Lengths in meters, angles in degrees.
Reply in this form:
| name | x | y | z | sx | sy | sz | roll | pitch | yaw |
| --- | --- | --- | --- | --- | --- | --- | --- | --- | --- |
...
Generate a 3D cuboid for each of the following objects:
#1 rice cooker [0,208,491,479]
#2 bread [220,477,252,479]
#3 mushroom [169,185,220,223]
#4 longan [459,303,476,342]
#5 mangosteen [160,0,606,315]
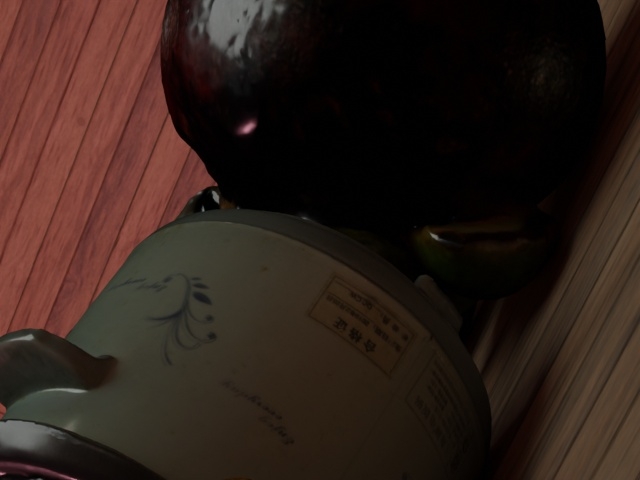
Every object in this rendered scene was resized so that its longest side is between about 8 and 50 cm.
| name | x | y | z | sx | sy | sz | roll | pitch | yaw |
| --- | --- | --- | --- | --- | --- | --- | --- | --- | --- |
| rice cooker | -0.060 | 0.146 | 0.992 | 0.264 | 0.316 | 0.317 | -14 | 45 | 45 |
| bread | -0.056 | 0.276 | 0.777 | 0.344 | 0.195 | 0.149 | -66 | -17 | 15 |
| mushroom | 0.002 | 0.000 | 1.685 | 0.344 | 0.130 | 0.248 | -27 | 50 | 34 |
| longan | 0.047 | 0.058 | 1.314 | 0.145 | 0.176 | 0.155 | -18 | -57 | -35 |
| mangosteen | 0.039 | -0.101 | 1.175 | 0.311 | 0.311 | 0.311 | -156 | 90 | -87 |
